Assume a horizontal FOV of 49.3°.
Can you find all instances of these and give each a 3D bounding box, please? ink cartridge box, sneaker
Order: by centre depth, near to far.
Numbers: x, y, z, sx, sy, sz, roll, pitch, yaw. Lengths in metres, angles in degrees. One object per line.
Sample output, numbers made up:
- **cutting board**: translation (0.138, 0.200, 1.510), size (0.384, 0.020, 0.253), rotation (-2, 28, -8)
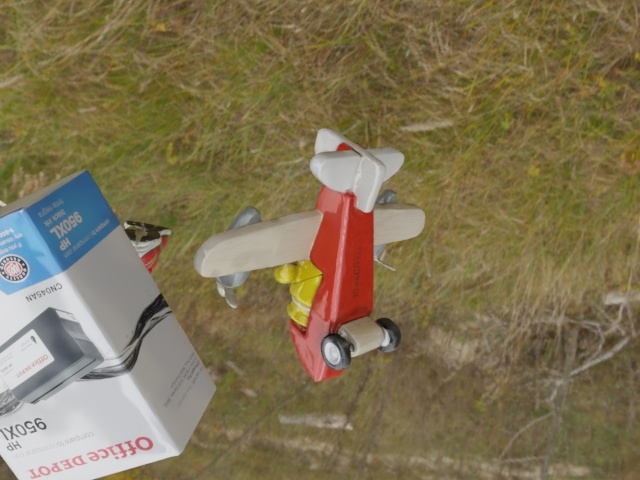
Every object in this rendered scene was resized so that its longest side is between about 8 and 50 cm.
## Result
- **ink cartridge box**: translation (-0.375, 0.141, 0.998), size (0.285, 0.166, 0.395), rotation (-21, 108, 20)
- **sneaker**: translation (-0.413, 0.024, 1.597), size (0.107, 0.279, 0.118), rotation (11, 98, -5)

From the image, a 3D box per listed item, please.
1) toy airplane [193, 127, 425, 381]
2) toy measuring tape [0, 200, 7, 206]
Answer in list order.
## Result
- **toy airplane**: translation (0.000, 0.000, 1.181), size (0.272, 0.384, 0.386), rotation (15, 154, 47)
- **toy measuring tape**: translation (-0.540, -0.074, 1.374), size (0.330, 0.121, 0.121), rotation (35, 143, -1)
